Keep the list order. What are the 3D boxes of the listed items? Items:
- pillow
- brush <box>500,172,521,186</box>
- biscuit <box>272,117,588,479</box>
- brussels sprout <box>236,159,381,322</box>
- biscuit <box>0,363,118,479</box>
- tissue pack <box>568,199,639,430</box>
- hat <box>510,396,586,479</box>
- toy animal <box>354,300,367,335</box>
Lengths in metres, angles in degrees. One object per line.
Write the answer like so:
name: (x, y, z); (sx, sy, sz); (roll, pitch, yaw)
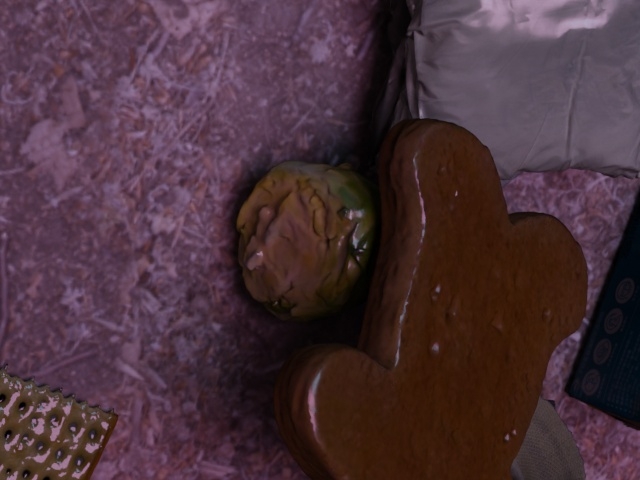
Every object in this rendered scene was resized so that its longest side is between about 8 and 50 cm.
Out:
pillow: (0.196, -0.179, 1.539); (0.310, 0.138, 0.283); (-5, 115, -13)
brush: (0.244, -0.147, 1.666); (0.336, 0.020, 0.085); (-41, 115, -17)
biscuit: (0.100, 0.105, 1.445); (0.368, 0.076, 0.394); (39, 60, -42)
brussels sprout: (0.005, 0.000, 1.501); (0.122, 0.151, 0.149); (0, 82, -59)
biscuit: (-0.301, 0.175, 1.424); (0.231, 0.016, 0.139); (28, 87, -30)
tissue pack: (0.399, 0.083, 1.698); (0.134, 0.192, 0.271); (23, 88, -29)
hat: (0.138, 0.253, 1.623); (0.252, 0.252, 0.110); (-18, 149, -25)
toy animal: (0.122, 0.110, 1.584); (0.206, 0.081, 0.367); (48, 52, -9)
